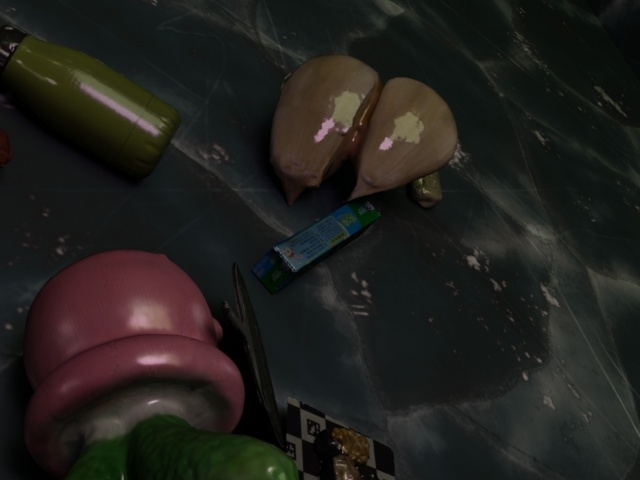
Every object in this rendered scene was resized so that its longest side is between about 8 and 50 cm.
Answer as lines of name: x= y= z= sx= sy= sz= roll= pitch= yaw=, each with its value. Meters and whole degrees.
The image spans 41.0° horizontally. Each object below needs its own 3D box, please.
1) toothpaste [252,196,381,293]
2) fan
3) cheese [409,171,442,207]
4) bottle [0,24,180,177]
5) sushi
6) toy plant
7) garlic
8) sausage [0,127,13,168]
toothpaste: x=0.000 y=0.000 z=1.297 sx=0.050 sy=0.065 sz=0.266 roll=48 pitch=36 yaw=7
fan: x=-0.073 y=0.143 z=0.976 sx=0.294 sy=0.012 sz=0.223 roll=-110 pitch=-174 yaw=-81
cheese: x=0.197 y=-0.139 z=1.646 sx=0.064 sy=0.043 sz=0.194 roll=29 pitch=39 yaw=-21
bottle: x=-0.322 y=-0.191 z=1.148 sx=0.260 sy=0.112 sz=0.112 roll=31 pitch=37 yaw=-15
sushi: x=0.045 y=0.299 z=1.022 sx=0.192 sy=0.050 sz=0.215 roll=33 pitch=36 yaw=-29
toy plant: x=-0.161 y=0.167 z=0.799 sx=0.210 sy=0.317 sz=0.356 roll=10 pitch=39 yaw=-28
garlic: x=0.065 y=-0.183 z=1.424 sx=0.286 sy=0.249 sz=0.313 roll=45 pitch=27 yaw=3
sausage: x=-0.432 y=-0.128 z=1.014 sx=0.141 sy=0.076 sz=0.076 roll=34 pitch=36 yaw=-13
